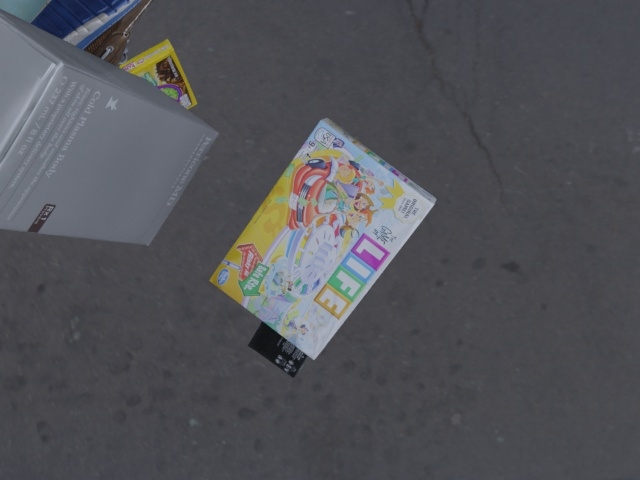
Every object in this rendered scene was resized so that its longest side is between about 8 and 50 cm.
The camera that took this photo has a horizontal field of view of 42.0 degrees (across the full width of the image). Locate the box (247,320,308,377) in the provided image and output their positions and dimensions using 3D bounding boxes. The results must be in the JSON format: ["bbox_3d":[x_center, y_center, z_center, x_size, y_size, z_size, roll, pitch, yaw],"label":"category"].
[{"bbox_3d":[-0.015,0.067,0.740,0.052,0.083,0.062,35,125,5],"label":"box"}]

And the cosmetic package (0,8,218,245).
[{"bbox_3d":[-0.189,-0.076,0.627,0.127,0.107,0.238,-57,161,8],"label":"cosmetic package"}]

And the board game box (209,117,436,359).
[{"bbox_3d":[0.000,0.000,0.631,0.103,0.026,0.154,36,107,2],"label":"board game box"}]

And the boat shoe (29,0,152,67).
[{"bbox_3d":[-0.199,-0.173,0.706,0.183,0.066,0.066,-41,153,-2],"label":"boat shoe"}]

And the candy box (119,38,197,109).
[{"bbox_3d":[-0.265,-0.243,1.336,0.105,0.206,0.027,-28,77,-5],"label":"candy box"}]

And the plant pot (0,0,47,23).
[{"bbox_3d":[-0.441,-0.264,0.946,0.341,0.341,0.334,30,66,-26],"label":"plant pot"}]
